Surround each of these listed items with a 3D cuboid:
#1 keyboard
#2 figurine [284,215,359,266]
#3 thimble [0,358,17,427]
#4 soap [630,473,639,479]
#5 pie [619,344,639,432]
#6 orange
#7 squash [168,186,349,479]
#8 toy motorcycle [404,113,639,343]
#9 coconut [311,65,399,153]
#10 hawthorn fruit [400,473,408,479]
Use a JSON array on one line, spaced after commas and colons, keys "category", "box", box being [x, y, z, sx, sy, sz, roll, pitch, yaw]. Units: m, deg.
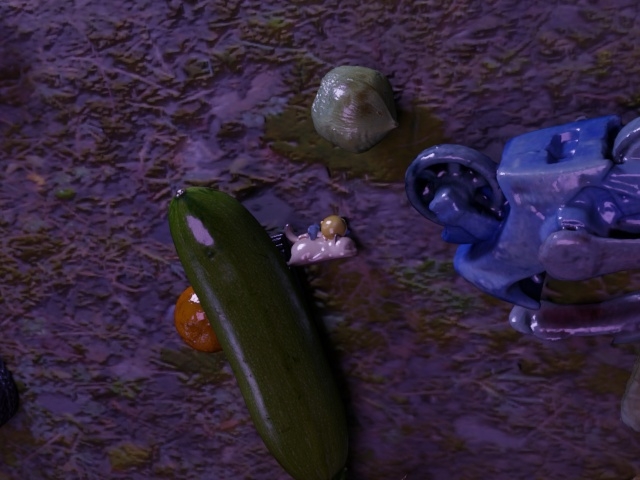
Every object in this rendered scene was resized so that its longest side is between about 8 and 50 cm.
[{"category": "keyboard", "box": [-0.036, 0.069, 1.721, 0.053, 0.010, 0.155, -16, 98, 30]}, {"category": "figurine", "box": [0.000, 0.000, 1.666, 0.083, 0.047, 0.051, -11, 90, 24]}, {"category": "thimble", "box": [-0.432, 0.191, 1.919, 0.095, 0.066, 0.104, -15, 99, 26]}, {"category": "soap", "box": [0.262, 0.425, 1.496, 0.169, 0.338, 0.304, 25, 113, 19]}, {"category": "pie", "box": [0.432, 0.151, 1.450, 0.302, 0.067, 0.303, 7, 125, 10]}, {"category": "orange", "box": [-0.123, 0.084, 1.734, 0.083, 0.070, 0.083, 13, 126, 18]}, {"category": "squash", "box": [-0.055, 0.110, 1.668, 0.107, 0.107, 0.395, -15, 108, 29]}, {"category": "toy motorcycle", "box": [0.250, 0.000, 1.461, 0.319, 0.182, 0.241, -7, 102, 26]}, {"category": "coconut", "box": [0.038, -0.133, 1.583, 0.096, 0.088, 0.088, 19, 113, 25]}, {"category": "hawthorn fruit", "box": [0.044, 0.417, 1.660, 0.258, 0.258, 0.262, 1, 134, 26]}]
